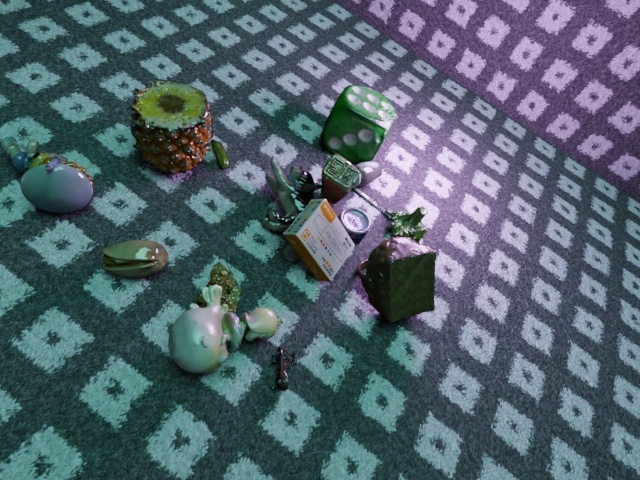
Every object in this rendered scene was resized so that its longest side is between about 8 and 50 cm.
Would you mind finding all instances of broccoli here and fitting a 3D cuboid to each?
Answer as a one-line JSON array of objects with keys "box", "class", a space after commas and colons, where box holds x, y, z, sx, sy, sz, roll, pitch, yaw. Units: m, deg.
[{"box": [0.422, -0.084, 1.938, 0.194, 0.194, 0.220, 25, 46, -3], "class": "broccoli"}]

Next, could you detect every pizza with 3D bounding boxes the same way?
[{"box": [-0.359, 0.179, 1.532, 0.147, 0.069, 0.227, 20, 52, -5], "class": "pizza"}]

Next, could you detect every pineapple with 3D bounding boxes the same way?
[{"box": [-0.611, -0.457, 1.719, 0.351, 0.300, 0.353, 11, 55, -16], "class": "pineapple"}]

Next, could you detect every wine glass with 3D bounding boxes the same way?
[{"box": [0.214, -0.332, 2.071, 0.204, 0.111, 0.111, -27, 70, -44], "class": "wine glass"}]

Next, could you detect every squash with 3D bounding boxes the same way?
[{"box": [-0.456, -0.398, 1.901, 0.052, 0.052, 0.184, -10, 58, -27], "class": "squash"}]

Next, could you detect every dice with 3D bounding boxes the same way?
[{"box": [0.192, -0.590, 2.127, 0.296, 0.300, 0.287, 27, 50, -1], "class": "dice"}]

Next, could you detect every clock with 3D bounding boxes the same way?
[{"box": [-0.118, 0.053, 1.743, 0.085, 0.017, 0.085, 11, 54, -15], "class": "clock"}]

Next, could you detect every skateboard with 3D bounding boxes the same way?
[{"box": [-0.126, 0.444, 1.450, 0.080, 0.067, 0.152, 15, 49, -23], "class": "skateboard"}]

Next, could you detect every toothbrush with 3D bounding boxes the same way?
[{"box": [0.241, -0.203, 2.056, 0.294, 0.028, 0.026, 36, 51, 12], "class": "toothbrush"}]

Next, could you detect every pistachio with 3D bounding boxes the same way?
[{"box": [-0.648, 0.062, 1.461, 0.214, 0.144, 0.144, 1, 57, -13], "class": "pistachio"}]

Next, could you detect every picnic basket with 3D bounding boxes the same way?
[{"box": [0.294, 0.134, 1.722, 0.292, 0.337, 0.338, -10, 62, -19], "class": "picnic basket"}]

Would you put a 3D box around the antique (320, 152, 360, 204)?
[{"box": [0.073, -0.257, 1.864, 0.150, 0.284, 0.125, 34, 76, 2], "class": "antique"}]

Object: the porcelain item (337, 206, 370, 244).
[{"box": [0.139, -0.061, 1.859, 0.147, 0.114, 0.147, 10, 53, -13], "class": "porcelain item"}]

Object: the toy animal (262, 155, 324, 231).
[{"box": [-0.089, -0.176, 1.804, 0.302, 0.194, 0.345, 10, 65, -20], "class": "toy animal"}]

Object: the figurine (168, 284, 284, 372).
[{"box": [-0.304, 0.281, 1.397, 0.393, 0.226, 0.275, -4, 85, -35], "class": "figurine"}]

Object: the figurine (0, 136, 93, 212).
[{"box": [-1.011, -0.236, 1.527, 0.381, 0.225, 0.205, 27, 71, 29], "class": "figurine"}]

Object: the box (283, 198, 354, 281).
[{"box": [0.000, 0.000, 1.678, 0.274, 0.091, 0.221, 53, 56, -30], "class": "box"}]
